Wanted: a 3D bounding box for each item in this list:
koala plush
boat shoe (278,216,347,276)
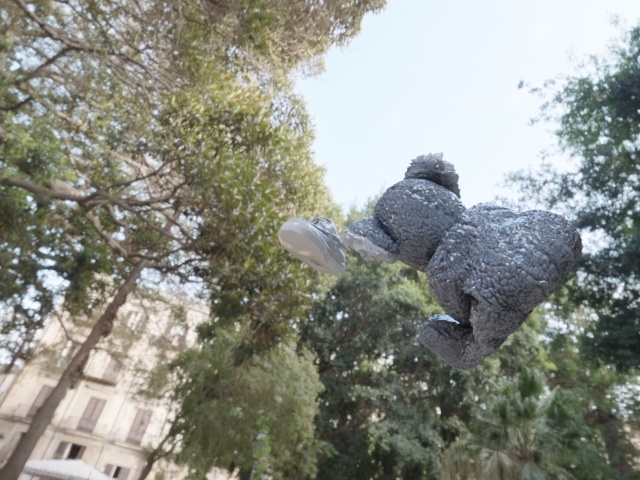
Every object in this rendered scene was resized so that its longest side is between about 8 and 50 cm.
[{"bbox_3d":[0.153,0.002,0.496,0.221,0.196,0.203,41,-14,21],"label":"koala plush"},{"bbox_3d":[0.000,0.000,0.612,0.066,0.063,0.184,9,-17,30],"label":"boat shoe"}]
